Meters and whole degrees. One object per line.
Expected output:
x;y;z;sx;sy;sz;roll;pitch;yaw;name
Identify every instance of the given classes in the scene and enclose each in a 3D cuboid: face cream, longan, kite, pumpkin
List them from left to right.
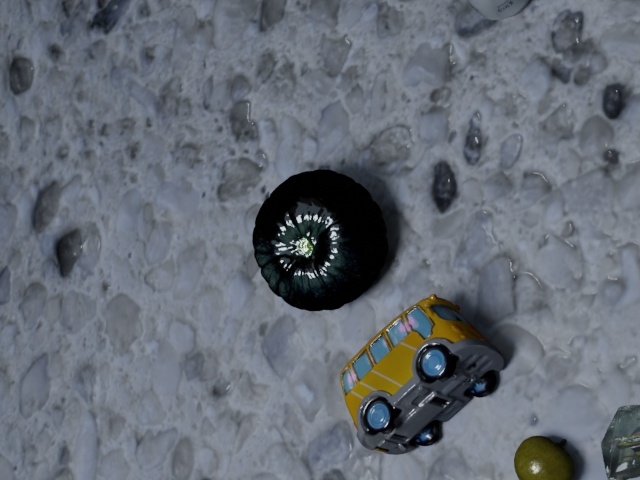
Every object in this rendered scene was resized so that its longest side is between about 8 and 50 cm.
0.000;0.000;1.573;0.202;0.140;0.202;3;98;21;pumpkin
0.237;-0.350;1.515;0.091;0.095;0.091;-8;76;34;face cream
0.278;0.272;1.369;0.083;0.075;0.075;-36;51;-26;longan
0.436;0.215;1.255;0.245;0.141;0.015;-11;117;25;kite

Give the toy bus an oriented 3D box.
0.125;0.171;1.461;0.209;0.126;0.136;-45;50;18;toy bus
